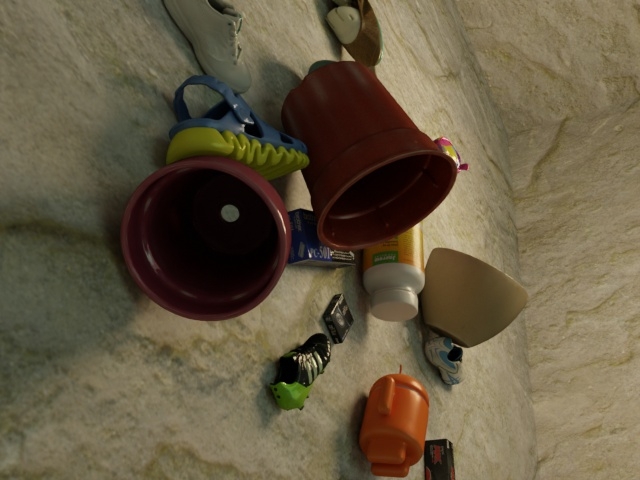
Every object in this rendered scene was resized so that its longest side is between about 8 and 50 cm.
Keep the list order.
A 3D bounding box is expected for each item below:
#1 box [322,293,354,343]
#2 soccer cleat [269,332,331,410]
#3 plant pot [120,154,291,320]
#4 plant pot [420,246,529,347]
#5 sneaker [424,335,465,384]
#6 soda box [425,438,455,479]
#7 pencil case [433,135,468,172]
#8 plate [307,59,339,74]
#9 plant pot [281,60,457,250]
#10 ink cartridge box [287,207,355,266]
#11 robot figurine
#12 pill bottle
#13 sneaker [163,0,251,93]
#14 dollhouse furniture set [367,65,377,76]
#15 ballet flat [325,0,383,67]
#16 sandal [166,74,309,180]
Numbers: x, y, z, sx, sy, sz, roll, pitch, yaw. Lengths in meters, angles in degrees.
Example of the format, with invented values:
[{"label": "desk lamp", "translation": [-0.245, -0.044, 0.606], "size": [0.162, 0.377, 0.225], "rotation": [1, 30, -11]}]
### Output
[{"label": "box", "translation": [0.036, 0.153, 1.301], "size": [0.067, 0.018, 0.083], "rotation": [68, 27, -18]}, {"label": "soccer cleat", "translation": [-0.030, 0.202, 1.096], "size": [0.072, 0.060, 0.179], "rotation": [64, 31, -22]}, {"label": "plant pot", "translation": [-0.130, -0.018, 0.864], "size": [0.180, 0.201, 0.201], "rotation": [-68, 139, -74]}, {"label": "plant pot", "translation": [0.379, 0.172, 1.763], "size": [0.191, 0.284, 0.284], "rotation": [-59, 140, -12]}, {"label": "sneaker", "translation": [0.357, 0.330, 1.799], "size": [0.237, 0.086, 0.085], "rotation": [47, 36, -48]}, {"label": "soda box", "translation": [0.283, 0.557, 1.559], "size": [0.053, 0.060, 0.168], "rotation": [46, 38, -49]}, {"label": "pencil case", "translation": [0.230, -0.153, 1.599], "size": [0.104, 0.236, 0.104], "rotation": [34, 41, -36]}, {"label": "plate", "translation": [0.046, -0.296, 1.385], "size": [0.024, 0.188, 0.188], "rotation": [-54, 132, -22]}, {"label": "plant pot", "translation": [0.067, -0.167, 1.218], "size": [0.272, 0.272, 0.265], "rotation": [29, 31, -58]}, {"label": "ink cartridge box", "translation": [0.000, 0.000, 1.272], "size": [0.207, 0.046, 0.097], "rotation": [8, 69, -63]}, {"label": "robot figurine", "translation": [0.147, 0.356, 1.305], "size": [0.158, 0.128, 0.219], "rotation": [37, 39, -14]}, {"label": "pill bottle", "translation": [0.162, 0.049, 1.475], "size": [0.136, 0.136, 0.245], "rotation": [45, 39, -48]}, {"label": "sneaker", "translation": [-0.155, -0.327, 1.059], "size": [0.212, 0.094, 0.080], "rotation": [53, 32, -40]}, {"label": "dollhouse furniture set", "translation": [0.152, -0.296, 1.609], "size": [0.301, 0.151, 0.197], "rotation": [5, 73, -64]}, {"label": "ballet flat", "translation": [0.062, -0.590, 1.644], "size": [0.124, 0.116, 0.342], "rotation": [0, 77, -44]}, {"label": "sandal", "translation": [-0.120, -0.168, 1.028], "size": [0.317, 0.126, 0.138], "rotation": [7, 67, -65]}]
